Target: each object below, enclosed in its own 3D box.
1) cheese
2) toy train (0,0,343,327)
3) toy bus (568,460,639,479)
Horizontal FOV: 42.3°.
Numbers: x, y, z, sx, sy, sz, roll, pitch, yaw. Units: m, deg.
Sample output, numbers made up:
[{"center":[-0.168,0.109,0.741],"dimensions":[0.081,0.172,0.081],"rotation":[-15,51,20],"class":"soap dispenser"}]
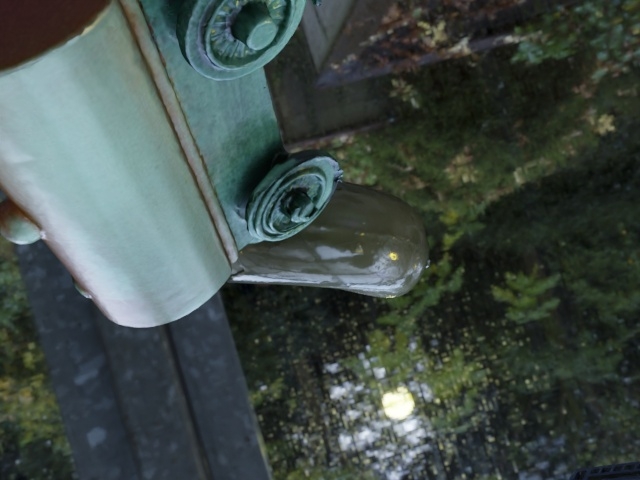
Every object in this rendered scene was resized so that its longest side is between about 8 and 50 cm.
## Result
[{"center":[0.000,0.000,0.712],"dimensions":[0.202,0.091,0.175],"rotation":[8,175,-10],"class":"cheese"},{"center":[-0.089,-0.055,0.429],"dimensions":[0.177,0.116,0.285],"rotation":[-38,155,-14],"class":"toy train"},{"center":[0.498,0.394,1.214],"dimensions":[0.292,0.125,0.133],"rotation":[-28,-163,48],"class":"toy bus"}]
